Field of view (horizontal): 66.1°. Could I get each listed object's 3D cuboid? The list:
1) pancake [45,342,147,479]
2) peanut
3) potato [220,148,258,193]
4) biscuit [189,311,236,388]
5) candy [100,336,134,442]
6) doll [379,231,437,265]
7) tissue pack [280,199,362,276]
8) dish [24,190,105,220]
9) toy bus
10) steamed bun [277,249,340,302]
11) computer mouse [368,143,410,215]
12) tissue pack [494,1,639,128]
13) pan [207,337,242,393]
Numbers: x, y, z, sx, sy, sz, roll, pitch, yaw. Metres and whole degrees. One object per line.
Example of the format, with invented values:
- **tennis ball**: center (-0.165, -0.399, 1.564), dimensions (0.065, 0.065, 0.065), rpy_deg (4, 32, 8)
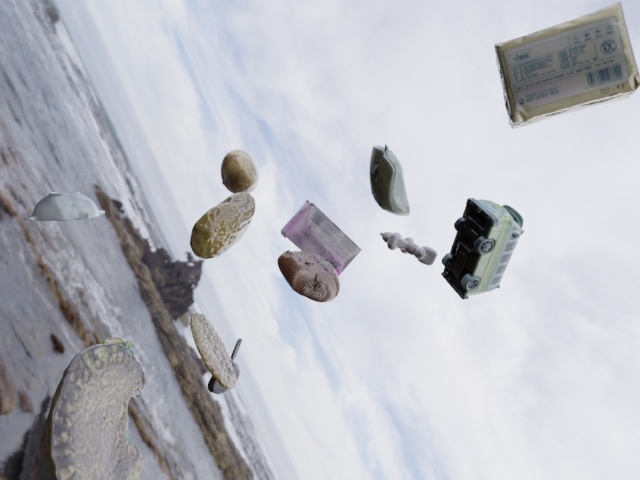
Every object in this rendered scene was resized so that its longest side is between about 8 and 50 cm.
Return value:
- **pancake**: center (-0.379, 0.329, 0.873), dimensions (0.286, 0.033, 0.288), rpy_deg (-73, 150, -72)
- **peanut**: center (-0.268, -0.041, 1.357), dimensions (0.110, 0.197, 0.233), rpy_deg (35, 24, -2)
- **potato**: center (-0.276, -0.223, 1.673), dimensions (0.235, 0.128, 0.161), rpy_deg (-126, -159, -50)
- **biscuit**: center (-0.268, 0.278, 1.236), dimensions (0.220, 0.033, 0.220), rpy_deg (62, -4, 7)
- **candy**: center (-0.424, 0.341, 1.054), dimensions (0.306, 0.083, 0.091), rpy_deg (61, 3, 35)
- **doll**: center (0.262, 0.017, 1.508), dimensions (0.161, 0.059, 0.160), rpy_deg (31, 9, 39)
- **tissue pack**: center (0.000, 0.000, 1.678), dimensions (0.246, 0.148, 0.092), rpy_deg (43, -2, -22)
- **dish**: center (-0.865, -0.121, 1.652), dimensions (0.236, 0.227, 0.086), rpy_deg (-23, 115, -67)
- **toy bus**: center (0.467, 0.020, 1.411), dimensions (0.134, 0.164, 0.276), rpy_deg (-121, -146, -49)
- **steamed bun**: center (-0.031, 0.091, 1.402), dimensions (0.175, 0.106, 0.145), rpy_deg (23, 19, -35)
- **computer mouse**: center (0.124, -0.107, 0.929), dimensions (0.089, 0.056, 0.182), rpy_deg (52, -11, 38)
- **tissue pack**: center (0.407, -0.287, 0.832), dimensions (0.092, 0.196, 0.149), rpy_deg (-3, 82, -70)
- **pan**: center (-0.329, 0.461, 1.784), dimensions (0.028, 0.136, 0.235), rpy_deg (32, -75, 34)
